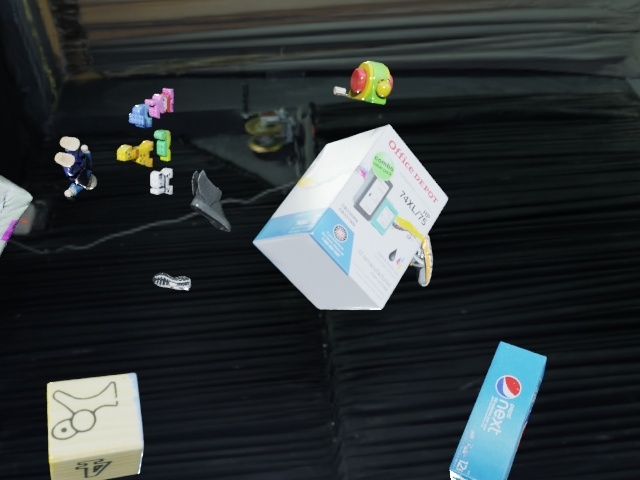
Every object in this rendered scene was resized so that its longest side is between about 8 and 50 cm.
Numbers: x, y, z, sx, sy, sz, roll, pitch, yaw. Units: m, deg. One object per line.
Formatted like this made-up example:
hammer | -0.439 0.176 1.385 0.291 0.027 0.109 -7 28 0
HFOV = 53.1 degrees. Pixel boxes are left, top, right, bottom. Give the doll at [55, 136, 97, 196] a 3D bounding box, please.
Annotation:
doll | -0.541 -0.157 1.427 0.189 0.046 0.129 110 172 -75

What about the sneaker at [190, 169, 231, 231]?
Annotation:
sneaker | -0.276 -0.099 1.660 0.170 0.051 0.089 41 -118 -43

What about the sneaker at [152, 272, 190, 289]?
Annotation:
sneaker | -0.411 0.119 1.772 0.044 0.109 0.040 90 -169 -62

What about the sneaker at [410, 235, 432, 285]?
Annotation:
sneaker | 0.224 0.008 1.554 0.084 0.083 0.215 -54 -47 -75

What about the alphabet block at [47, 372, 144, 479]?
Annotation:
alphabet block | -0.523 0.439 1.486 0.193 0.197 0.193 112 148 -47

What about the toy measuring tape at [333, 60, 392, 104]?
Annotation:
toy measuring tape | 0.125 -0.471 1.890 0.330 0.121 0.122 -141 45 -63

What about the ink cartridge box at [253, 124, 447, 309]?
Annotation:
ink cartridge box | 0.059 -0.038 1.186 0.197 0.198 0.270 -8 41 54

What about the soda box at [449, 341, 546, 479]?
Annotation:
soda box | 0.257 0.257 0.921 0.210 0.071 0.067 -59 -28 -27

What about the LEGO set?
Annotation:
LEGO set | -0.373 -0.205 1.351 0.093 0.086 0.227 -31 -50 -59

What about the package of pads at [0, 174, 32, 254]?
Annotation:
package of pads | -0.582 0.006 0.927 0.297 0.229 0.101 -61 -27 -1
